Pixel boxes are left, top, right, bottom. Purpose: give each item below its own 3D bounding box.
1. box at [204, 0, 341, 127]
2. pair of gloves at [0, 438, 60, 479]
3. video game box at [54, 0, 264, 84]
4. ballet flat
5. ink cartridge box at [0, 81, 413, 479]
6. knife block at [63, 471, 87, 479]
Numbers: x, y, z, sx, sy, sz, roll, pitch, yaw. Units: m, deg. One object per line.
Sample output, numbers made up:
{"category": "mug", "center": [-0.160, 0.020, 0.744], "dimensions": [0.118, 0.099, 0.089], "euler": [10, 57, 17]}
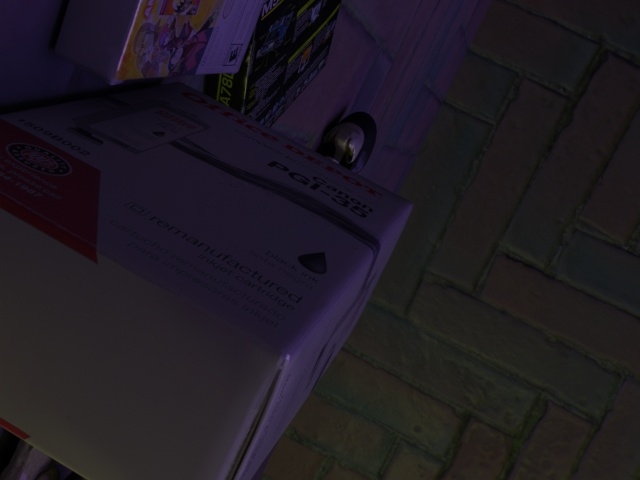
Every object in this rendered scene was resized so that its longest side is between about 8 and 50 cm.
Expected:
{"category": "box", "center": [-0.035, -0.186, 0.748], "dimensions": [0.190, 0.045, 0.184], "euler": [-55, 166, -39]}
{"category": "pair of gloves", "center": [-0.261, 0.215, 0.614], "dimensions": [0.240, 0.042, 0.204], "euler": [-31, 143, -77]}
{"category": "video game box", "center": [-0.066, -0.199, 0.515], "dimensions": [0.205, 0.048, 0.187], "euler": [-66, 173, 17]}
{"category": "ballet flat", "center": [0.023, -0.113, 1.222], "dimensions": [0.203, 0.074, 0.074], "euler": [-58, 170, -18]}
{"category": "ink cartridge box", "center": [-0.082, 0.009, 0.504], "dimensions": [0.117, 0.207, 0.283], "euler": [-65, 172, 21]}
{"category": "knife block", "center": [-0.228, 0.320, 0.731], "dimensions": [0.276, 0.088, 0.242], "euler": [-44, -160, 50]}
